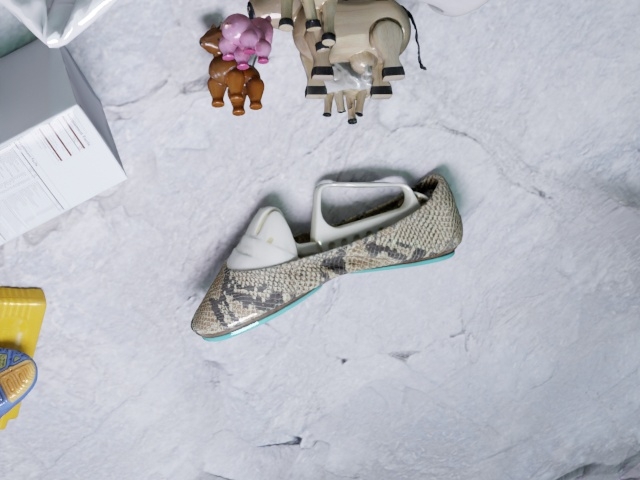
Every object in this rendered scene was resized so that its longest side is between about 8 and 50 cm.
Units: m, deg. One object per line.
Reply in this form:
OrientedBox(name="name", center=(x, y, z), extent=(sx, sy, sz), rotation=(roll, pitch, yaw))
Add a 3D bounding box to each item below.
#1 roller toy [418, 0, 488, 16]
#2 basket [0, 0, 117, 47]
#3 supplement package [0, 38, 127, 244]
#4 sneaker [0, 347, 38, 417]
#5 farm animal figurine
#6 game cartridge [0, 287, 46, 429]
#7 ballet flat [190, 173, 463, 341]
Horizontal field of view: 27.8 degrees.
OrientedBox(name="roller toy", center=(0.177, -0.413, 1.761), extent=(0.146, 0.209, 0.191), rotation=(22, 156, -35))
OrientedBox(name="basket", center=(-0.269, -0.454, 1.418), extent=(0.331, 0.266, 0.328), rotation=(-39, 106, 15))
OrientedBox(name="supplement package", center=(-0.399, -0.138, 1.745), extent=(0.203, 0.194, 0.149), rotation=(-27, 134, 1))
OrientedBox(name="sneaker", center=(-0.563, 0.273, 2.042), extent=(0.296, 0.111, 0.131), rotation=(-31, 152, 5))
OrientedBox(name="farm animal figurine", center=(-0.009, -0.299, 1.769), extent=(0.327, 0.172, 0.330), rotation=(4, 163, -27))
OrientedBox(name="game cartridge", center=(-0.616, 0.188, 2.027), extent=(0.324, 0.052, 0.285), rotation=(4, 126, -24))
OrientedBox(name="ballet flat", center=(0.000, 0.000, 2.079), extent=(0.483, 0.164, 0.182), rotation=(-19, 111, -15))
